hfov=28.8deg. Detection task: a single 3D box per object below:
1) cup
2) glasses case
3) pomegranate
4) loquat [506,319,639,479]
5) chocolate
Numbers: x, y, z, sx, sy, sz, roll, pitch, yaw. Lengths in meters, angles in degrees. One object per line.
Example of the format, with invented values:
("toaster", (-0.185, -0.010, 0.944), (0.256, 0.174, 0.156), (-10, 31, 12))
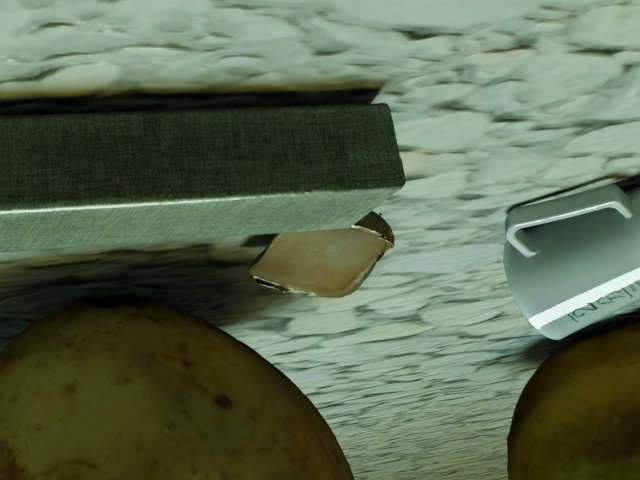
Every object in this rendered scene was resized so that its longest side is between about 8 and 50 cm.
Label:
("cup", (0.169, 0.003, 0.781), (0.116, 0.074, 0.104), (-28, 128, 34))
("glasses case", (-0.071, -0.028, 0.542), (0.205, 0.047, 0.071), (-5, 166, -21))
("pomegranate", (-0.113, 0.172, 0.773), (0.281, 0.281, 0.281), (-10, 163, -3))
("loquat", (0.319, 0.219, 1.196), (0.276, 0.284, 0.276), (-2, 144, -2))
("chocolate", (0.000, 0.000, 0.707), (0.064, 0.031, 0.101), (12, 153, -12))
